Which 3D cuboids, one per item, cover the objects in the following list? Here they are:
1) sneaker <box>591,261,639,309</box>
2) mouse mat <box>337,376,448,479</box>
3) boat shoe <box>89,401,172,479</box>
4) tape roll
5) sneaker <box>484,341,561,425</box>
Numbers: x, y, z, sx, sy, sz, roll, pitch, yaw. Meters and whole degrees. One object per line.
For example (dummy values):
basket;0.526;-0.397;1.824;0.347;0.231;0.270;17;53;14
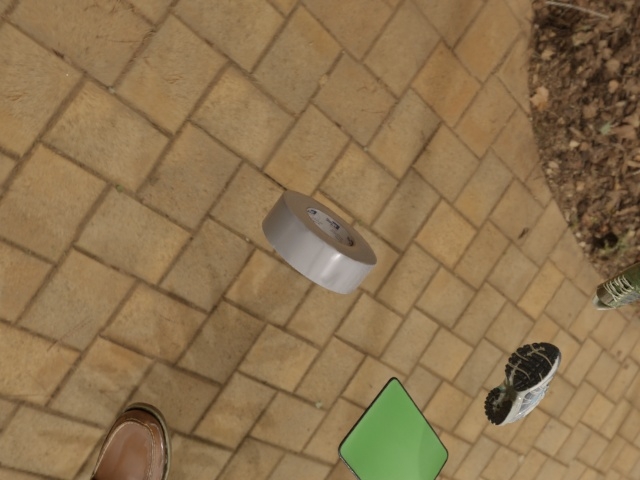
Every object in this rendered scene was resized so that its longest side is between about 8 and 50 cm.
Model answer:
sneaker;0.605;0.102;1.000;0.086;0.064;0.192;-23;156;6
mouse mat;0.119;0.329;0.771;0.152;0.007;0.190;-43;109;-29
boat shoe;-0.312;0.407;0.760;0.110;0.104;0.307;16;98;2
tape roll;0.000;0.000;0.932;0.219;0.219;0.072;28;109;-31
sneaker;0.563;0.386;1.354;0.122;0.110;0.283;11;121;-29
